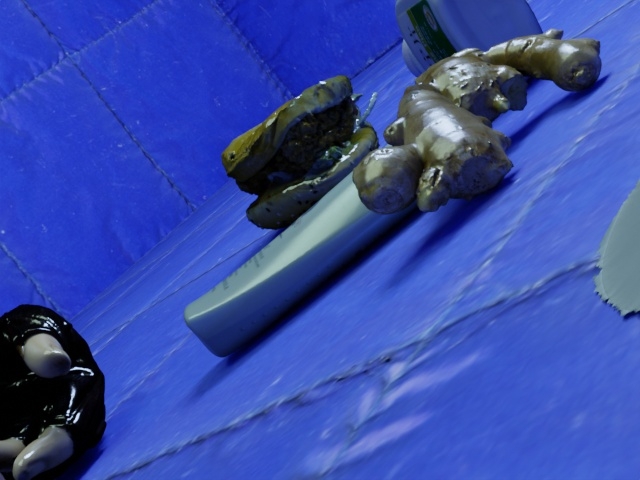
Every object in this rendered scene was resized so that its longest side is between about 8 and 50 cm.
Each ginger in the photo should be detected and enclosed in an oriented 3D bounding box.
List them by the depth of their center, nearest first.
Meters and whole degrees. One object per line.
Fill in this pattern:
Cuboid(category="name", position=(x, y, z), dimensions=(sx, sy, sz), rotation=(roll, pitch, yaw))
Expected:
Cuboid(category="ginger", position=(0.093, -0.079, 0.756), dimensions=(0.193, 0.052, 0.176), rotation=(-22, 22, -10))

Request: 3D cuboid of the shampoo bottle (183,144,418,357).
Cuboid(category="shampoo bottle", position=(0.000, 0.000, 0.819), dimensions=(0.212, 0.049, 0.072), rotation=(-39, 3, 1))

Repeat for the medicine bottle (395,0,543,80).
Cuboid(category="medicine bottle", position=(0.119, -0.174, 1.006), dimensions=(0.069, 0.119, 0.183), rotation=(-40, 7, -4))

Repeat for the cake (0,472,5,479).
Cuboid(category="cake", position=(-0.255, 0.110, 0.283), dimensions=(0.314, 0.293, 0.307), rotation=(-50, 40, -12))

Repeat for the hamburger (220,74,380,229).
Cuboid(category="hamburger", position=(-0.011, -0.093, 1.246), dimensions=(0.185, 0.113, 0.177), rotation=(-31, 2, 4))

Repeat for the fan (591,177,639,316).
Cuboid(category="fan", position=(0.205, -0.095, 0.370), dimensions=(0.329, 0.009, 0.191), rotation=(-48, 6, 14))

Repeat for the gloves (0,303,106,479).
Cuboid(category="gloves", position=(-0.224, 0.133, 0.894), dimensions=(0.164, 0.124, 0.203), rotation=(-66, 27, 18))
